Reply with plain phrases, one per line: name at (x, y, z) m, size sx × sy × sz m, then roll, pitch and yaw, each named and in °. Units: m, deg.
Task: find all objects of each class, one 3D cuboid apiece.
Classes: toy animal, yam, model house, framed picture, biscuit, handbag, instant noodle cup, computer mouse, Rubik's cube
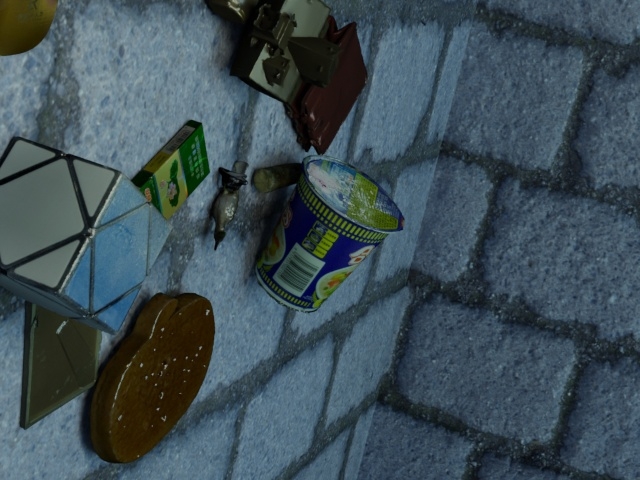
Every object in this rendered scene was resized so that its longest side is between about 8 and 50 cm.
toy animal at (-0.198, -0.075, 2.060) m, size 0.105 × 0.070 × 0.203 m, roll -32°, pitch 136°, yaw -88°
yam at (-0.082, -0.155, 2.291) m, size 0.274 × 0.061 × 0.061 m, roll -22°, pitch 128°, yaw -66°
model house at (-0.064, -0.387, 1.871) m, size 0.243 × 0.204 × 0.211 m, roll 33°, pitch 81°, yaw -82°
framed picture at (-0.450, 0.174, 1.699) m, size 0.209 × 0.019 × 0.281 m, roll -32°, pitch 137°, yaw -60°
biscuit at (-0.344, 0.261, 1.977) m, size 0.394 × 0.070 × 0.351 m, roll -40°, pitch 141°, yaw -56°
handbag at (0.015, -0.372, 2.330) m, size 0.276 × 0.084 × 0.260 m, roll -63°, pitch 161°, yaw -20°
instant noodle cup at (0.000, 0.000, 2.291) m, size 0.312 × 0.284 × 0.284 m, roll -55°, pitch 168°, yaw 26°
computer mouse at (-0.404, -0.369, 1.293) m, size 0.126 × 0.056 × 0.245 m, roll -32°, pitch 135°, yaw -60°
Rubik's cube at (-0.382, -0.003, 1.449) m, size 0.205 × 0.207 × 0.205 m, roll -66°, pitch 160°, yaw -16°

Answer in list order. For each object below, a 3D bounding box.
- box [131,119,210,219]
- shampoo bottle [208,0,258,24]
box at (-0.291, -0.111, 1.831) m, size 0.235 × 0.034 × 0.132 m, roll -54°, pitch 154°, yaw -38°
shampoo bottle at (-0.109, -0.580, 1.814) m, size 0.350 × 0.084 × 0.125 m, roll -68°, pitch 161°, yaw -7°
